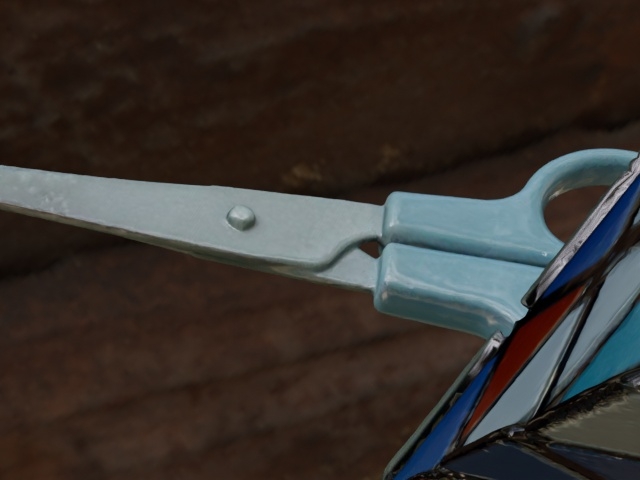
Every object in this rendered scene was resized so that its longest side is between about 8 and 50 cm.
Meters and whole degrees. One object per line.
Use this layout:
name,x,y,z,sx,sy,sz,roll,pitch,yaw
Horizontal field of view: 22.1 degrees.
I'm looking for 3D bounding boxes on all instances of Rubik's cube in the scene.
Rubik's cube,0.128,0.083,0.620,0.234,0.250,0.284,-28,21,37

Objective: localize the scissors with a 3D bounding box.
scissors,0.000,0.000,0.825,0.447,0.193,0.029,9,-43,-2
